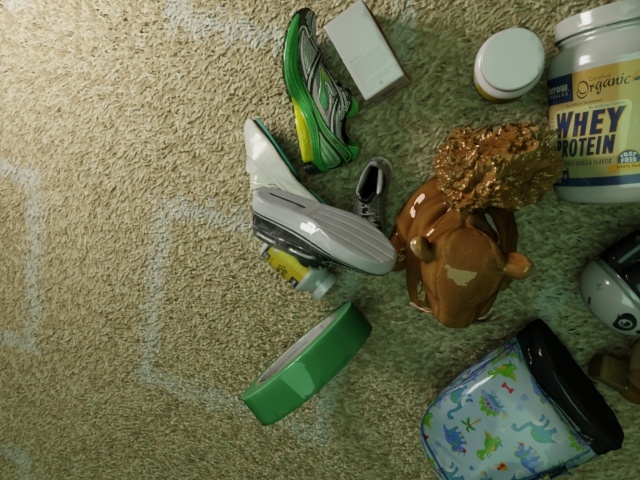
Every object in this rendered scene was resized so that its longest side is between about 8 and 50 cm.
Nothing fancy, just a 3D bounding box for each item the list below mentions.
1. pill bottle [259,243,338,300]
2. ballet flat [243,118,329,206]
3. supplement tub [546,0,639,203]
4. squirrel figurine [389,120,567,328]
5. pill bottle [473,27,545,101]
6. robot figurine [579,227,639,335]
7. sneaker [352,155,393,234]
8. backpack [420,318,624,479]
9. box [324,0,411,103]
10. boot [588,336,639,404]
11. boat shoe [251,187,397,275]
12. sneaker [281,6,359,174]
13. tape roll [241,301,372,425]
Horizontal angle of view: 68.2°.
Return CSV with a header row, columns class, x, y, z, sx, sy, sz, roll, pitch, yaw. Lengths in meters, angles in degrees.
class,x,y,z,sx,sy,sz,roll,pitch,yaw
pill bottle,-0.048,0.056,1.132,0.184,0.103,0.103,43,110,5
ballet flat,-0.077,-0.100,1.069,0.139,0.139,0.400,-42,84,20
supplement tub,0.526,-0.236,0.830,0.228,0.228,0.316,-6,100,18
squirrel figurine,0.267,-0.035,0.875,0.281,0.370,0.397,17,106,13
pill bottle,0.346,-0.320,0.877,0.119,0.208,0.119,4,103,16
robot figurine,0.638,0.061,0.889,0.278,0.173,0.209,-40,85,20
sneaker,0.102,-0.070,1.044,0.086,0.132,0.229,8,104,15
backpack,0.384,0.384,1.007,0.355,0.273,0.290,-41,68,34
box,0.102,-0.383,0.978,0.091,0.130,0.170,-29,93,21
boot,0.677,0.272,0.886,0.211,0.295,0.104,23,73,8
boat shoe,0.000,0.000,0.954,0.335,0.121,0.119,28,126,28
sneaker,0.006,-0.326,1.035,0.146,0.134,0.344,-9,108,12
tape roll,-0.029,0.268,1.056,0.321,0.321,0.077,-41,87,20
